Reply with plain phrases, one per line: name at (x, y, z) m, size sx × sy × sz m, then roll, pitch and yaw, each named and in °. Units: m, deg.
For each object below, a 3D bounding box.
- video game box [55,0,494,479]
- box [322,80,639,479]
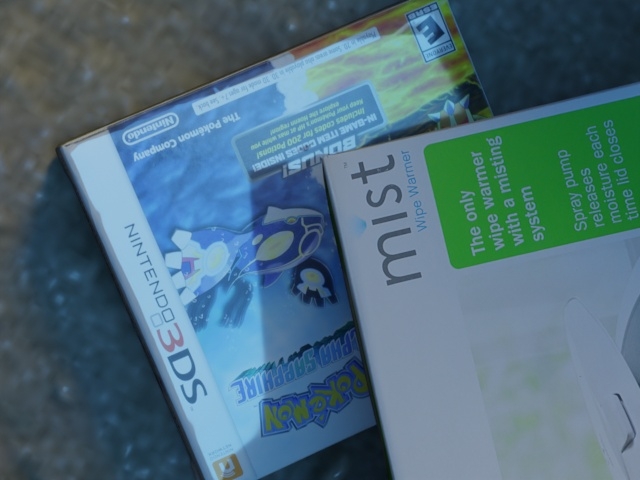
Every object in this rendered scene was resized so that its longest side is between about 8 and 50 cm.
video game box at (0.000, 0.000, 0.818) m, size 0.205 × 0.048 × 0.187 m, roll -24°, pitch 99°, yaw -10°
box at (0.140, 0.075, 0.705) m, size 0.231 × 0.127 × 0.261 m, roll -12°, pitch 74°, yaw 2°
